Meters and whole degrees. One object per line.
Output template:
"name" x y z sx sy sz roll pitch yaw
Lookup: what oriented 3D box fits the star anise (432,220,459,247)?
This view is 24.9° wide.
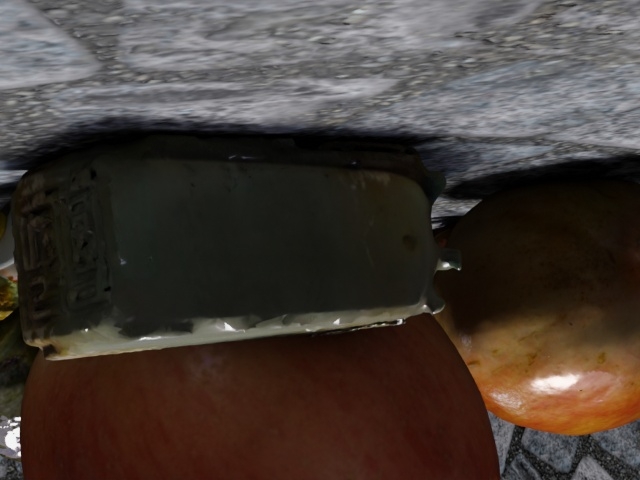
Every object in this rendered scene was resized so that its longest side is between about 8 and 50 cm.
"star anise" 0.169 0.002 1.549 0.168 0.057 0.168 -8 174 -1

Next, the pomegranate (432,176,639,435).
"pomegranate" 0.236 0.050 1.291 0.252 0.229 0.270 5 159 -23

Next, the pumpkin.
"pumpkin" -0.202 0.097 1.328 0.169 0.148 0.312 -50 -178 15

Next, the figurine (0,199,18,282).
"figurine" -0.225 -0.006 1.013 0.143 0.068 0.101 7 169 -8

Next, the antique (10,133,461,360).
"antique" -0.042 0.003 0.949 0.284 0.125 0.150 -3 174 -34

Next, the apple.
"apple" -0.054 0.157 1.149 0.364 0.364 0.364 -6 175 -1

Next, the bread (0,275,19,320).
"bread" -0.330 0.057 1.494 0.128 0.069 0.140 -6 173 5
